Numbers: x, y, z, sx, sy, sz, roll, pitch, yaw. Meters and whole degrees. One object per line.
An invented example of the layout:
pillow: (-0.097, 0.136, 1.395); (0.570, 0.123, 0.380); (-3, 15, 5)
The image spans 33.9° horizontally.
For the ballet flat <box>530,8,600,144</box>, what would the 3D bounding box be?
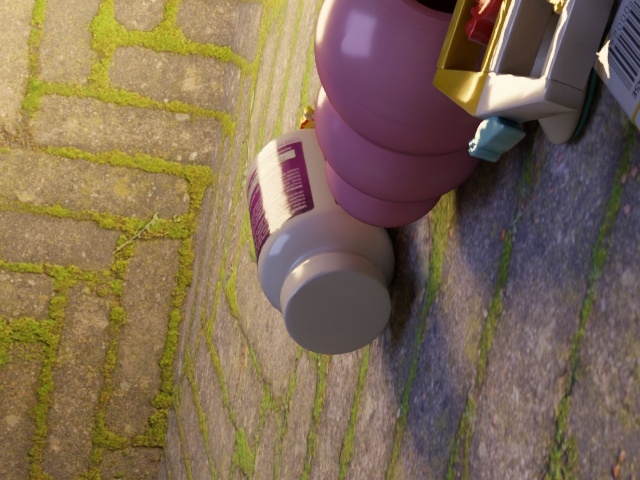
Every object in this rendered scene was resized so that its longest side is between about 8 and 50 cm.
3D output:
ballet flat: (0.193, -0.205, 0.857); (0.086, 0.086, 0.248); (-135, 54, -72)

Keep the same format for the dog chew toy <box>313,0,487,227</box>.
dog chew toy: (0.085, -0.133, 1.030); (0.332, 0.207, 0.206); (104, 166, -56)

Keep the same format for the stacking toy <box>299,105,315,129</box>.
stacking toy: (0.020, -0.201, 1.575); (0.167, 0.052, 0.221); (-98, 22, -46)

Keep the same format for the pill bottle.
pill bottle: (0.000, 0.000, 1.311); (0.301, 0.169, 0.169); (-102, 25, -55)

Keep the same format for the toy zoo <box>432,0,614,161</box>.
toy zoo: (0.160, -0.201, 0.763); (0.192, 0.030, 0.293); (-144, 71, -70)

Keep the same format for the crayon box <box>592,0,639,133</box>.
crayon box: (0.261, -0.092, 0.537); (0.318, 0.081, 0.202); (-100, 23, -52)
